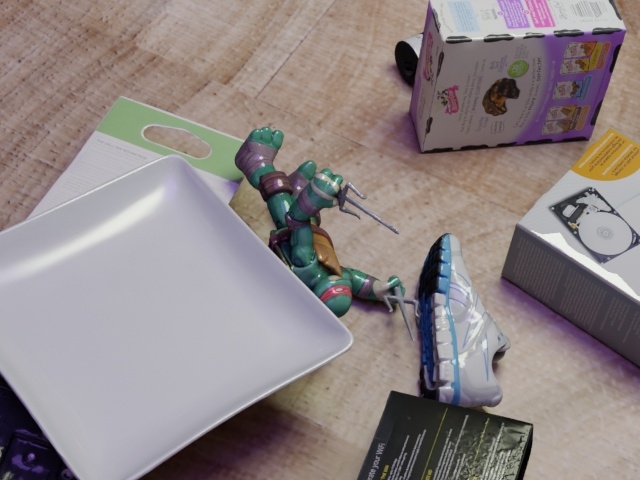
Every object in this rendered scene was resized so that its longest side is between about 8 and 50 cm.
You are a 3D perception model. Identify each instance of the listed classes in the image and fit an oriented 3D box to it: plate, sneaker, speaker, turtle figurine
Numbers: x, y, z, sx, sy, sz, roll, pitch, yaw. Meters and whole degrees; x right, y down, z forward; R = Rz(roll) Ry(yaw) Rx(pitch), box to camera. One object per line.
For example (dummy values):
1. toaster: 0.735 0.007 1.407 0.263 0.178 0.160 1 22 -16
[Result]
1. plate: -0.159 0.069 1.170 0.278 0.045 0.277 -29 61 -31
2. sneaker: 0.138 0.080 1.262 0.083 0.071 0.191 8 56 -11
3. speaker: 0.153 -0.221 1.505 0.136 0.055 0.055 -23 57 -22
4. turtle figurine: 0.000 0.000 1.258 0.118 0.175 0.234 -28 49 -4

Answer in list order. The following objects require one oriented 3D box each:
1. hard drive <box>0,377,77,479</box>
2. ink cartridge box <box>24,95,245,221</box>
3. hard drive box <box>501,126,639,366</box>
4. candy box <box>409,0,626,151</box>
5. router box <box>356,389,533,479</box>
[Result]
1. hard drive: -0.340 0.250 1.047 0.237 0.064 0.339 18 50 -4
2. ink cartridge box: -0.180 -0.028 1.315 0.171 0.056 0.235 21 49 10
3. hard drive box: 0.328 0.019 1.308 0.232 0.089 0.181 34 56 20
4. candy box: 0.203 -0.179 1.405 0.196 0.165 0.070 -5 52 -10
5. router box: 0.097 0.222 1.136 0.133 0.046 0.179 12 50 17
